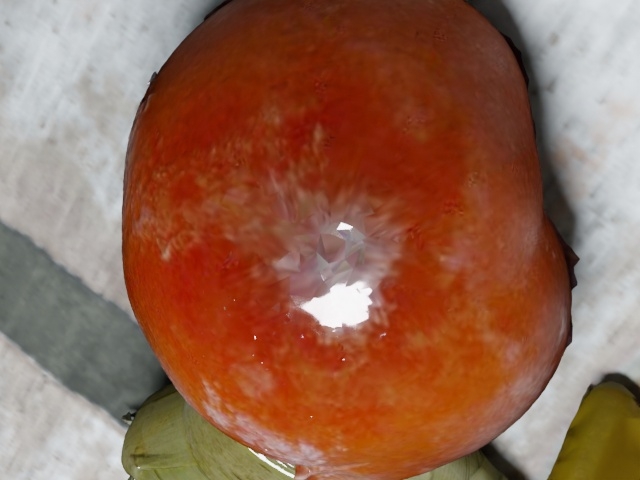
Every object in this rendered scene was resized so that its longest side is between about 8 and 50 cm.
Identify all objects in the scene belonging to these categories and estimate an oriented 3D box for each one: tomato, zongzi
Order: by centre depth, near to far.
[{"bbox_3d":[0.000,0.000,0.796,0.199,0.112,0.228,-18,93,12],"label":"tomato"},{"bbox_3d":[-0.003,0.125,0.966,0.178,0.081,0.189,37,141,-18],"label":"zongzi"}]

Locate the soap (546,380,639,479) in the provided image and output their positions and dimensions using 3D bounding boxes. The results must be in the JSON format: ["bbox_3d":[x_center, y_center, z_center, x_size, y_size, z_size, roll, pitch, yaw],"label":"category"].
[{"bbox_3d":[0.107,0.231,0.803,0.096,0.324,0.204,14,127,16],"label":"soap"}]
